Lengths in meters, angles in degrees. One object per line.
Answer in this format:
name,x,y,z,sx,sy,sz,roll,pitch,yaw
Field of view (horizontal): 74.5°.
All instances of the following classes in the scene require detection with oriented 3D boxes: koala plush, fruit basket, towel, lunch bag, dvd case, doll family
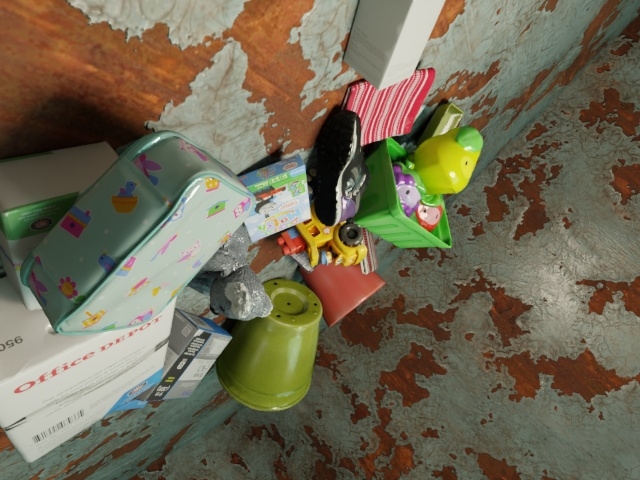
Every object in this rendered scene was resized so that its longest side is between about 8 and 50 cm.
koala plush,-0.202,0.085,0.932,0.203,0.221,0.196,-42,162,-2
fruit basket,0.312,-0.155,1.227,0.392,0.283,0.392,-4,157,-2
towel,0.145,-0.010,1.410,0.037,0.237,0.329,-11,178,13
lunch bag,-0.226,-0.001,0.564,0.279,0.108,0.224,-45,170,5
dvd case,0.000,0.000,1.407,0.221,0.018,0.164,-43,138,3
doll family,-0.004,-0.135,1.103,0.193,0.076,0.111,-31,164,-18
towel,0.153,-0.314,1.027,0.274,0.031,0.199,-24,152,-30

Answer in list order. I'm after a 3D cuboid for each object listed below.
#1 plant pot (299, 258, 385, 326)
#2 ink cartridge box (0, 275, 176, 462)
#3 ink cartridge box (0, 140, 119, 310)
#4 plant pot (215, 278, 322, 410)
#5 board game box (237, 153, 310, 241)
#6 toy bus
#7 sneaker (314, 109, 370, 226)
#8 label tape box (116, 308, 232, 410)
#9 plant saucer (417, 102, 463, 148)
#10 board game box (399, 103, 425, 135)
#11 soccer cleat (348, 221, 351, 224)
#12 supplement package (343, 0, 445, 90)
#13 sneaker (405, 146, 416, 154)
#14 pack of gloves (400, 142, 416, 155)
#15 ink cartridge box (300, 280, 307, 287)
plant pot,0.067,0.148,1.584,0.275,0.243,0.275,-36,169,-8
ink cartridge box,-0.446,0.204,0.774,0.285,0.166,0.395,-28,158,-40
ink cartridge box,-0.353,-0.017,0.585,0.154,0.093,0.212,-27,155,-40
plant pot,-0.155,0.339,1.498,0.366,0.366,0.353,-21,141,-49
board game box,-0.106,-0.088,0.947,0.160,0.039,0.211,-23,154,-9
toy bus,-0.005,-0.001,1.183,0.211,0.220,0.149,-31,165,-16
sneaker,0.064,-0.176,1.006,0.124,0.107,0.283,-20,135,-36
label tape box,-0.427,0.372,1.191,0.334,0.106,0.240,-54,161,-8
plant saucer,0.394,-0.367,1.414,0.188,0.045,0.188,-10,132,-59
board game box,0.223,-0.342,1.175,0.154,0.026,0.103,-20,151,-51
soccer cleat,0.035,-0.015,1.497,0.179,0.060,0.072,-29,168,-21
supplement package,0.130,-0.384,0.749,0.105,0.105,0.179,-32,160,-29
sneaker,0.334,-0.242,1.497,0.178,0.123,0.295,-44,155,-26
pack of gloves,0.217,-0.218,1.336,0.232,0.046,0.195,-32,147,16
ink cartridge box,-0.030,0.227,1.896,0.307,0.072,0.303,-46,163,6
